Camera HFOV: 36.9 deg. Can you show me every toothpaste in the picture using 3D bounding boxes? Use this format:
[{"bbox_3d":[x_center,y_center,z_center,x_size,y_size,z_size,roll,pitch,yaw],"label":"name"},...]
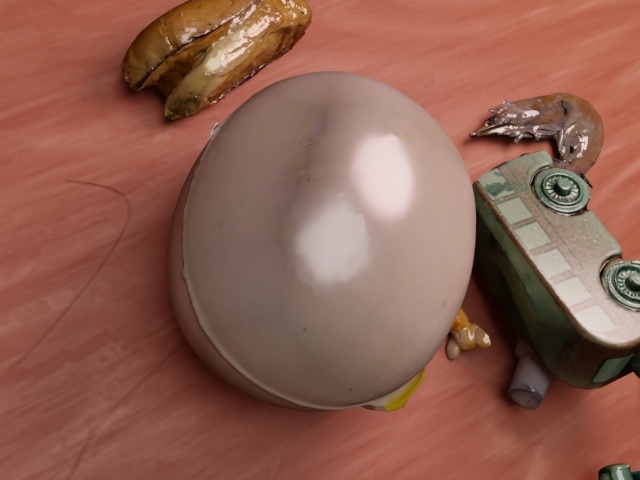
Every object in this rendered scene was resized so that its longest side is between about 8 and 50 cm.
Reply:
[{"bbox_3d":[0.316,0.101,1.260,0.099,0.068,0.282,53,53,-28],"label":"toothpaste"}]

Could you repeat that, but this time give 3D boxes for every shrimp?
[{"bbox_3d":[0.308,-0.142,1.343,0.223,0.047,0.126,-9,86,-24],"label":"shrimp"}]

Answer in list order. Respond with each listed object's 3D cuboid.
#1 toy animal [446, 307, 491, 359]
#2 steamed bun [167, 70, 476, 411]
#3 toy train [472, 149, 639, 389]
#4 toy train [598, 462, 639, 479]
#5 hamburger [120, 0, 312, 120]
[{"bbox_3d":[0.167,0.112,1.200,0.083,0.060,0.081,56,25,5],"label":"toy animal"},{"bbox_3d":[0.004,-0.001,1.038,0.334,0.334,0.374,25,65,-11],"label":"steamed bun"},{"bbox_3d":[0.298,0.040,1.184,0.159,0.129,0.326,-20,61,-19],"label":"toy train"},{"bbox_3d":[0.405,0.370,1.178,0.154,0.107,0.198,-3,74,-29],"label":"toy train"},{"bbox_3d":[-0.121,-0.258,1.176,0.124,0.131,0.262,47,59,0],"label":"hamburger"}]
